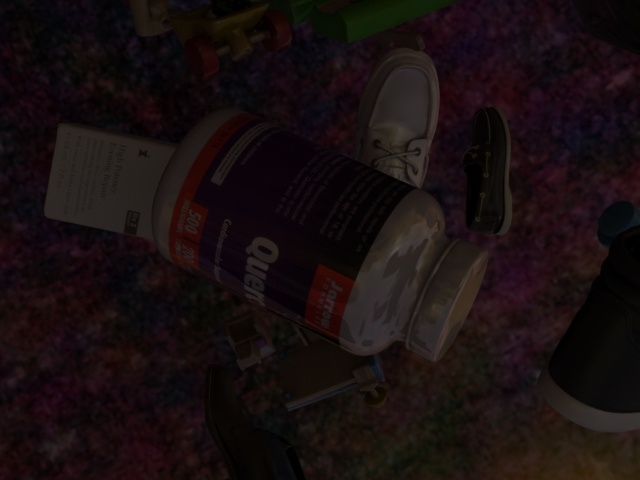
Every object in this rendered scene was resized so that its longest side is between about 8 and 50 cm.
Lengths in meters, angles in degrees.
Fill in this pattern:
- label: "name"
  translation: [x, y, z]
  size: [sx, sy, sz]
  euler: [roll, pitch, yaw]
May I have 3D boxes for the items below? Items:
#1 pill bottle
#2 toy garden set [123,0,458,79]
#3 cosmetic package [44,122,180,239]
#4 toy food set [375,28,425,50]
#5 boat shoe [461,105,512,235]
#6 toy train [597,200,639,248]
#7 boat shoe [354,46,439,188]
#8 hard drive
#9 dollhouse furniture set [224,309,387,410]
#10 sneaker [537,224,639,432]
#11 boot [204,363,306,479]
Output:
- label: "pill bottle"
  translation: [0.000, 0.000, 1.103]
  size: [0.181, 0.323, 0.181]
  euler: [-54, 160, -30]
- label: "toy garden set"
  translation: [-0.049, -0.191, 0.783]
  size: [0.203, 0.244, 0.049]
  euler: [-26, 123, -26]
- label: "cosmetic package"
  translation: [-0.200, -0.063, 1.278]
  size: [0.231, 0.117, 0.085]
  euler: [11, -173, 1]
- label: "toy food set"
  translation: [0.029, -0.260, 1.015]
  size: [0.038, 0.192, 0.132]
  euler: [-30, -158, -10]
- label: "boat shoe"
  translation: [0.276, -0.122, 1.810]
  size: [0.068, 0.228, 0.081]
  euler: [3, 164, -18]
- label: "toy train"
  translation: [0.428, 0.061, 1.304]
  size: [0.143, 0.248, 0.105]
  euler: [33, 117, -30]
- label: "boat shoe"
  translation: [0.087, -0.091, 1.289]
  size: [0.098, 0.096, 0.277]
  euler: [6, 122, -5]
- label: "hard drive"
  translation: [0.355, -0.272, 1.174]
  size: [0.054, 0.254, 0.172]
  euler: [-41, 121, -4]
- label: "dollhouse furniture set"
  translation: [-0.009, 0.268, 2.093]
  size: [0.286, 0.303, 0.198]
  euler: [-24, 128, 7]
- label: "sneaker"
  translation: [0.303, 0.054, 0.850]
  size: [0.295, 0.104, 0.147]
  euler: [-7, 129, -42]
- label: "boot"
  translation: [-0.084, 0.258, 1.406]
  size: [0.106, 0.219, 0.082]
  euler: [-18, 164, 12]
